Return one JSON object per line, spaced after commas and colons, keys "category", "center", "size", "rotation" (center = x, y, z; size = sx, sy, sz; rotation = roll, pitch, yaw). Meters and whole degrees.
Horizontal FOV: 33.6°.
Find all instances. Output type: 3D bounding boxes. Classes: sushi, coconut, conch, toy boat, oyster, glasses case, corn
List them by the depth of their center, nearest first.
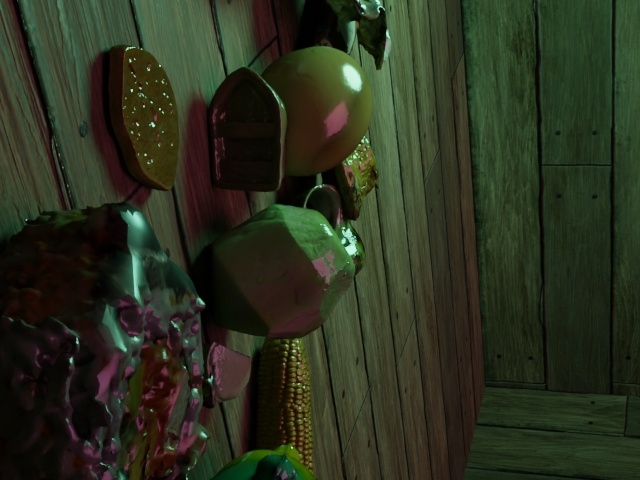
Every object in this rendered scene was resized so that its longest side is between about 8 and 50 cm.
{"category": "sushi", "center": [-0.243, 0.172, 1.133], "size": [0.417, 0.176, 0.417], "rotation": [4, 90, -80]}
{"category": "toy boat", "center": [-0.108, -0.172, 1.619], "size": [0.061, 0.116, 0.188], "rotation": [-44, 136, -72]}
{"category": "coconut", "center": [-0.069, 0.058, 1.620], "size": [0.204, 0.236, 0.236], "rotation": [53, 36, -27]}
{"category": "corn", "center": [-0.061, 0.313, 1.829], "size": [0.106, 0.106, 0.305], "rotation": [1, 90, -72]}
{"category": "oyster", "center": [0.028, -0.460, 1.901], "size": [0.351, 0.115, 0.237], "rotation": [22, 41, -50]}
{"category": "conch", "center": [-0.002, 0.001, 1.938], "size": [0.187, 0.124, 0.181], "rotation": [10, 67, -53]}
{"category": "glasses case", "center": [0.025, -0.428, 2.059], "size": [0.122, 0.082, 0.321], "rotation": [67, 31, -54]}

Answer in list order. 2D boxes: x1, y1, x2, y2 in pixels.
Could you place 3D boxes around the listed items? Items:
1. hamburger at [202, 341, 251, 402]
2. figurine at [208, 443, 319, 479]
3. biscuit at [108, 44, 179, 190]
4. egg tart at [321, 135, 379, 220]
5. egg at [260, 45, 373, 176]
{"category": "hamburger", "center": [-0.154, 0.206, 1.617], "size": [0.121, 0.054, 0.084], "rotation": [47, 52, -62]}
{"category": "figurine", "center": [-0.109, 0.432, 1.534], "size": [0.340, 0.232, 0.323], "rotation": [-47, 162, -76]}
{"category": "biscuit", "center": [-0.229, -0.162, 1.376], "size": [0.220, 0.029, 0.142], "rotation": [74, 26, -42]}
{"category": "egg tart", "center": [0.045, -0.154, 2.010], "size": [0.241, 0.106, 0.241], "rotation": [159, -90, -86]}
{"category": "egg", "center": [-0.020, -0.207, 1.745], "size": [0.244, 0.201, 0.201], "rotation": [-68, 153, -44]}
